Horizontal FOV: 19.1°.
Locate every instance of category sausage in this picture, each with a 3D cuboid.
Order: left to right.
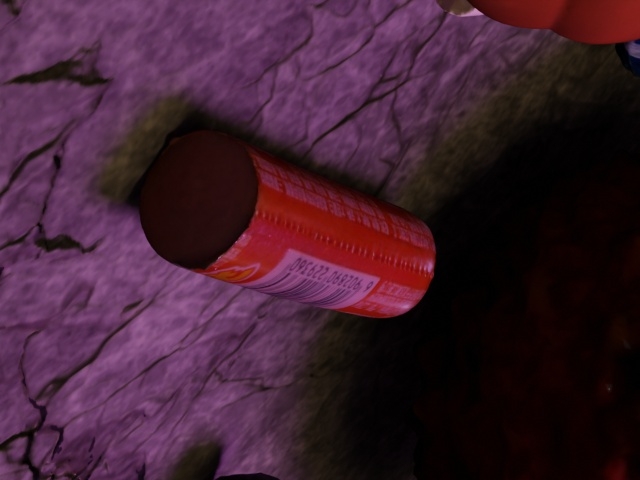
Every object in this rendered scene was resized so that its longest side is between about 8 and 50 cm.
[{"bbox_3d":[0.000,0.000,1.065,0.074,0.074,0.274,-54,152,10],"label":"sausage"}]

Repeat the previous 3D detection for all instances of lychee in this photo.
[{"bbox_3d":[0.273,0.164,1.320,0.424,0.424,0.500,-42,126,-13],"label":"lychee"}]

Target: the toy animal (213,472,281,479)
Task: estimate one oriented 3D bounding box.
[{"bbox_3d":[-0.102,0.280,1.165,0.298,0.185,0.122,-50,-161,-27],"label":"toy animal"}]

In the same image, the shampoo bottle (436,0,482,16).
[{"bbox_3d":[0.120,-0.152,1.088,0.141,0.034,0.049,-9,126,-52],"label":"shampoo bottle"}]

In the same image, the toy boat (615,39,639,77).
[{"bbox_3d":[0.286,-0.227,1.163,0.220,0.067,0.291,-29,155,-43],"label":"toy boat"}]

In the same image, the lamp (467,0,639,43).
[{"bbox_3d":[0.125,-0.179,0.899,0.187,0.187,0.164,-31,151,-31],"label":"lamp"}]
